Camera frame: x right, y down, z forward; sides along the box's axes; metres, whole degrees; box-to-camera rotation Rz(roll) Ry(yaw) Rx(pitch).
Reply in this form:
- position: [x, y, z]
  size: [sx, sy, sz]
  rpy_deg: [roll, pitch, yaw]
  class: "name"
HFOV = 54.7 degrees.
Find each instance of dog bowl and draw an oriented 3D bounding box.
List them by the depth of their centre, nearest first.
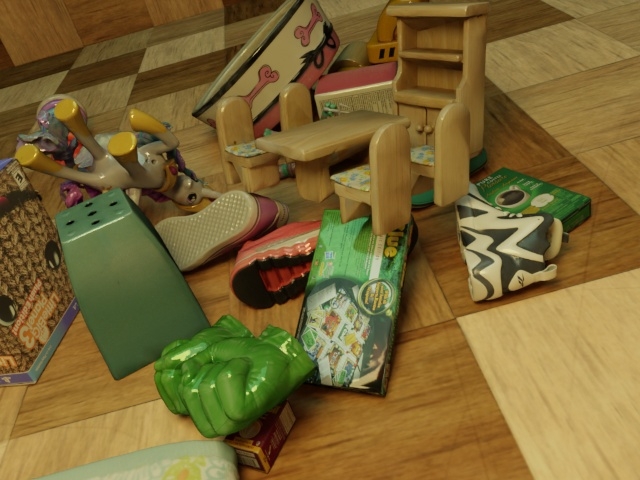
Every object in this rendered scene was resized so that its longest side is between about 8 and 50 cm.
- position: [-0.120, -0.404, 1.477]
  size: [0.408, 0.150, 0.408]
  rpy_deg: [-41, 21, 20]
  class: "dog bowl"

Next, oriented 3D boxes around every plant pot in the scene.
- position: [-0.304, 0.051, 0.960]
  size: [0.165, 0.234, 0.166]
  rpy_deg: [-26, 34, -15]
  class: "plant pot"

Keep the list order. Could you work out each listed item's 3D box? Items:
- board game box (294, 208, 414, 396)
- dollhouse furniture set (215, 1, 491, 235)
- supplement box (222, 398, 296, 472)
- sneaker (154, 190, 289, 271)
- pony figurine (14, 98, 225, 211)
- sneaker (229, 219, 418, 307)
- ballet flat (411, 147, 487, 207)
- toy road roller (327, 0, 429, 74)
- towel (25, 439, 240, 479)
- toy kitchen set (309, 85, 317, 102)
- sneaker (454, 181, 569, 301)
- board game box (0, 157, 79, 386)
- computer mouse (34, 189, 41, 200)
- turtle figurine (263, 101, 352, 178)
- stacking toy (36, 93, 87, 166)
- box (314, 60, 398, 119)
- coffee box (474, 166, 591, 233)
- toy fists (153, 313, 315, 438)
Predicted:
- position: [0.044, 0.077, 0.857]
  size: [0.136, 0.030, 0.260]
  rpy_deg: [4, 64, 21]
  class: "board game box"
- position: [0.083, -0.225, 0.985]
  size: [0.394, 0.257, 0.362]
  rpy_deg: [-23, 30, -35]
  class: "dollhouse furniture set"
- position: [-0.075, 0.237, 0.769]
  size: [0.055, 0.043, 0.083]
  rpy_deg: [2, 37, 27]
  class: "supplement box"
- position: [-0.181, -0.006, 1.138]
  size: [0.282, 0.102, 0.161]
  rpy_deg: [-18, -9, 31]
  class: "sneaker"
- position: [-0.390, -0.121, 1.176]
  size: [0.351, 0.363, 0.303]
  rpy_deg: [-4, 72, 14]
  class: "pony figurine"
- position: [-0.001, 0.000, 1.016]
  size: [0.313, 0.116, 0.136]
  rpy_deg: [-16, 32, 1]
  class: "sneaker"
- position: [0.218, -0.117, 1.150]
  size: [0.213, 0.072, 0.068]
  rpy_deg: [-29, 9, -20]
  class: "ballet flat"
- position: [0.173, -0.489, 1.528]
  size: [0.329, 0.241, 0.202]
  rpy_deg: [-1, 37, 22]
  class: "toy road roller"
- position: [-0.257, 0.379, 0.609]
  size: [0.374, 0.090, 0.320]
  rpy_deg: [-15, 37, 1]
  class: "towel"
- position: [-0.004, -0.415, 1.644]
  size: [0.083, 0.075, 0.068]
  rpy_deg: [-40, 41, -24]
  class: "toy kitchen set"
- position: [0.287, -0.014, 0.936]
  size: [0.153, 0.094, 0.235]
  rpy_deg: [-8, 35, 9]
  class: "sneaker"
- position: [-0.536, 0.054, 1.001]
  size: [0.141, 0.291, 0.232]
  rpy_deg: [-7, 36, 11]
  class: "board game box"
- position: [-0.765, -0.066, 1.495]
  size: [0.106, 0.042, 0.193]
  rpy_deg: [1, 32, 16]
  class: "computer mouse"
- position: [-0.001, -0.183, 1.284]
  size: [0.234, 0.118, 0.175]
  rpy_deg: [-3, 77, 22]
  class: "turtle figurine"
- position: [-0.709, -0.285, 1.714]
  size: [0.141, 0.141, 0.330]
  rpy_deg: [-23, 39, -9]
  class: "stacking toy"
- position: [0.117, -0.293, 1.354]
  size: [0.232, 0.149, 0.127]
  rpy_deg: [-8, 34, 11]
  class: "box"
- position: [0.336, -0.060, 1.026]
  size: [0.113, 0.040, 0.184]
  rpy_deg: [-31, 37, -22]
  class: "coffee box"
- position: [-0.130, 0.166, 0.790]
  size: [0.142, 0.096, 0.279]
  rpy_deg: [-39, 18, -25]
  class: "toy fists"
